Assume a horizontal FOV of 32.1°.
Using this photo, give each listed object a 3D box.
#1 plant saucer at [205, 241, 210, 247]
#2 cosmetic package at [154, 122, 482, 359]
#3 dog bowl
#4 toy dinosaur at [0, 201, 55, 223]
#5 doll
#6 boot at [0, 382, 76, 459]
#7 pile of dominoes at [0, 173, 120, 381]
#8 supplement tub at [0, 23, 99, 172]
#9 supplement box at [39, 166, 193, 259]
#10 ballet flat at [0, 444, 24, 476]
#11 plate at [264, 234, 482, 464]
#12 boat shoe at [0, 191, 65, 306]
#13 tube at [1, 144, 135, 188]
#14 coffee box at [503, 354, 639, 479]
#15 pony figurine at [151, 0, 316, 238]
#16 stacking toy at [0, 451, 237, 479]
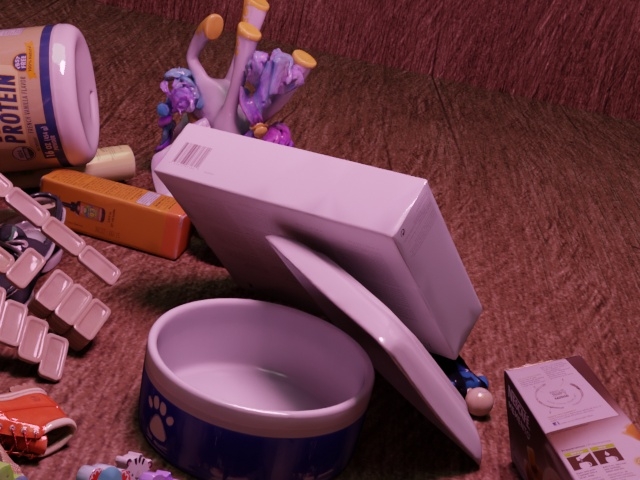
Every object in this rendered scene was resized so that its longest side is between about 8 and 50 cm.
[{"bbox_3d":[-0.127,-0.036,1.740,0.168,0.168,0.029,-5,-12,-36],"label":"plant saucer"},{"bbox_3d":[0.000,0.000,1.461,0.377,0.284,0.097,17,61,33],"label":"cosmetic package"},{"bbox_3d":[-0.076,0.173,1.290,0.265,0.104,0.265,10,22,-4],"label":"dog bowl"},{"bbox_3d":[-0.459,0.013,1.390,0.268,0.064,0.118,-19,33,-10],"label":"toy dinosaur"},{"bbox_3d":[0.168,0.173,1.494,0.129,0.046,0.189,8,27,-36],"label":"doll"},{"bbox_3d":[-0.329,0.200,1.157,0.085,0.059,0.158,32,28,28],"label":"boot"},{"bbox_3d":[-0.378,0.041,1.360,0.251,0.040,0.196,41,43,-12],"label":"pile of dominoes"},{"bbox_3d":[-0.527,-0.219,1.765,0.316,0.228,0.228,-6,24,-1],"label":"supplement tub"},{"bbox_3d":[-0.315,-0.044,1.716,0.233,0.078,0.080,15,22,5],"label":"supplement box"},{"bbox_3d":[-0.293,0.261,1.039,0.067,0.073,0.206,31,13,-34],"label":"ballet flat"},{"bbox_3d":[0.073,0.120,1.343,0.277,0.045,0.278,41,-8,49],"label":"plate"},{"bbox_3d":[-0.419,0.019,1.490,0.114,0.091,0.302,11,22,-4],"label":"boat shoe"},{"bbox_3d":[-0.431,-0.118,1.860,0.240,0.062,0.070,-10,-13,-29],"label":"tube"},{"bbox_3d":[0.291,0.251,1.226,0.098,0.141,0.246,-11,27,-6],"label":"coffee box"},{"bbox_3d":[-0.151,-0.194,1.896,0.303,0.363,0.351,3,39,-40],"label":"pony figurine"},{"bbox_3d":[-0.172,0.227,1.018,0.167,0.052,0.221,3,-10,33],"label":"stacking toy"}]
